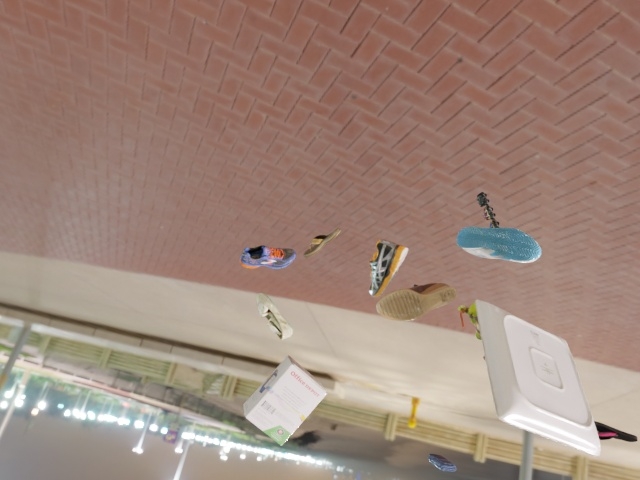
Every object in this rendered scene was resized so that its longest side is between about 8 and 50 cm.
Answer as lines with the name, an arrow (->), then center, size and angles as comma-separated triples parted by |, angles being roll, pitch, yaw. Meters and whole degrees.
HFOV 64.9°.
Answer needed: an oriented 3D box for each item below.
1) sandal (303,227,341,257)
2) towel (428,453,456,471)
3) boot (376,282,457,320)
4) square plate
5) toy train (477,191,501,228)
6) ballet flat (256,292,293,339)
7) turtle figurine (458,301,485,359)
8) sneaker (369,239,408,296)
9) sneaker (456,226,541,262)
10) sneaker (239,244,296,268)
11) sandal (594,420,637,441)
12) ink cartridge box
sandal -> 0.000, 0.000, 1.923 | 0.180, 0.072, 0.049 | -38, 100, 25
towel -> 0.451, 0.824, 1.866 | 0.067, 0.029, 0.119 | 10, 172, -10
boot -> 0.260, 0.181, 1.488 | 0.249, 0.090, 0.207 | -10, 176, -12
square plate -> 0.562, 0.337, 1.294 | 0.348, 0.343, 0.049 | 25, 133, -20
toy train -> 0.542, -0.084, 1.623 | 0.036, 0.158, 0.027 | -32, 152, 32
ballet flat -> -0.148, 0.223, 1.493 | 0.168, 0.052, 0.057 | 46, 136, 18
turtle figurine -> 0.565, 0.305, 1.717 | 0.087, 0.269, 0.217 | -25, 148, -2
sneaker -> 0.173, 0.076, 1.403 | 0.083, 0.084, 0.214 | 30, 135, 12
sneaker -> 0.500, 0.013, 1.394 | 0.229, 0.087, 0.092 | 15, 174, 43
sneaker -> -0.204, 0.061, 1.960 | 0.222, 0.083, 0.087 | -6, 147, -10
sandal -> 0.897, 0.607, 1.578 | 0.179, 0.040, 0.067 | 16, 153, 12
ink cartridge box -> -0.109, 0.488, 1.547 | 0.154, 0.212, 0.093 | 43, 176, -12
